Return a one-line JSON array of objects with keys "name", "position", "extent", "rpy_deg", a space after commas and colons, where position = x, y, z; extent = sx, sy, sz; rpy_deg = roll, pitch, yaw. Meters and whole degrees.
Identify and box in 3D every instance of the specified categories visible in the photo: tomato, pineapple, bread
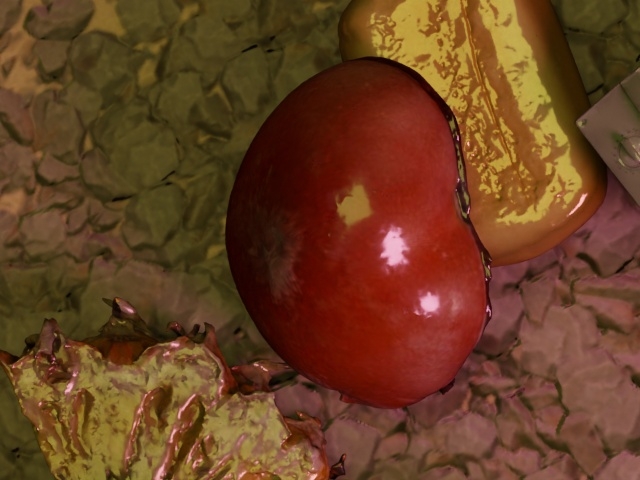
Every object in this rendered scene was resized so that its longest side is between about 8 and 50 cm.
[{"name": "tomato", "position": [0.000, 0.000, 1.265], "extent": [0.199, 0.112, 0.228], "rpy_deg": [-24, 77, 47]}, {"name": "pineapple", "position": [-0.108, 0.141, 1.302], "extent": [0.236, 0.114, 0.186], "rpy_deg": [21, 83, 10]}, {"name": "bread", "position": [0.104, -0.087, 1.316], "extent": [0.147, 0.098, 0.217], "rpy_deg": [-19, 81, 16]}]

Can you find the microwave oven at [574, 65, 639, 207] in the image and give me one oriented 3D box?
[{"name": "microwave oven", "position": [0.286, -0.095, 1.239], "extent": [0.208, 0.162, 0.122], "rpy_deg": [-41, 75, 20]}]
